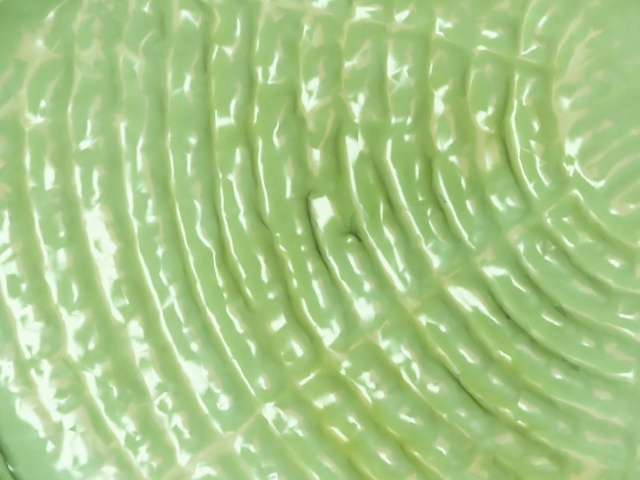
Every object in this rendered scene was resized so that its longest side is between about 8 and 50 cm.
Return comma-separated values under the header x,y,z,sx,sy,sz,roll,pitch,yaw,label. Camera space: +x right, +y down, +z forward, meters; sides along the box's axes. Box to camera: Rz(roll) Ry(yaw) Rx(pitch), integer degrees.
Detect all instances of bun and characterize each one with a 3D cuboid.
x,y,z,sx,sy,sz,roll,pitch,yaw,label
-0.004,0.000,0.811,0.364,0.202,0.364,2,84,-19,bun
